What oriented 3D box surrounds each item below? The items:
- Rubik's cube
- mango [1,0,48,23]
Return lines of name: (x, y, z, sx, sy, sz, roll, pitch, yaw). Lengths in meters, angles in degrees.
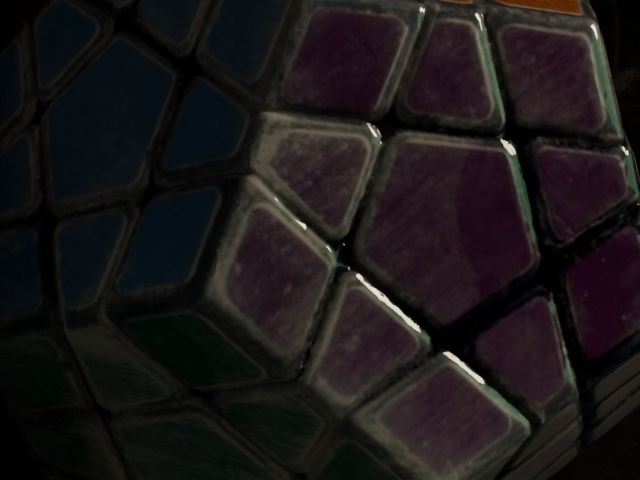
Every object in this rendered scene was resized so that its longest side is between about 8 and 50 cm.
Rubik's cube: (0.000, 0.000, 0.835, 0.264, 0.319, 0.319, 29, 40, -44)
mango: (-0.107, -0.182, 0.868, 0.262, 0.130, 0.167, 94, -4, -79)
